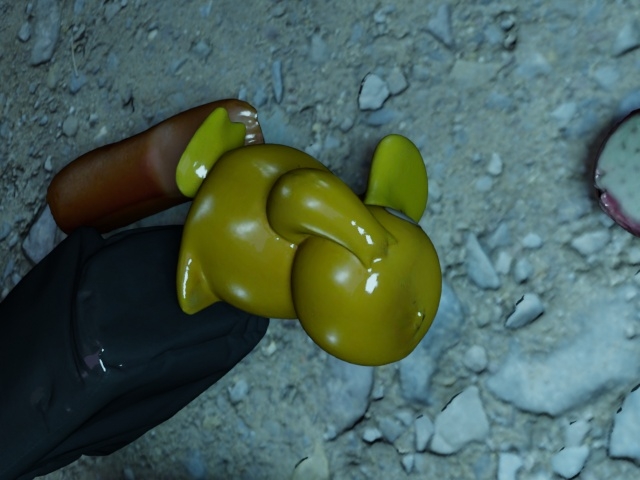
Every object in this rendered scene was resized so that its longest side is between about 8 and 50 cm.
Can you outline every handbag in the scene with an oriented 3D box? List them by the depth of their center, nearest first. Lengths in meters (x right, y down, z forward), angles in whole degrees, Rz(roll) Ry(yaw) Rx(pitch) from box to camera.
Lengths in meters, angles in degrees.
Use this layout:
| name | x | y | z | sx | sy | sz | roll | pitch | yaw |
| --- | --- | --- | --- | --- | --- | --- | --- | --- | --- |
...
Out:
| name | x | y | z | sx | sy | sz | roll | pitch | yaw |
| --- | --- | --- | --- | --- | --- | --- | --- | --- | --- |
| handbag | -0.236 | 0.107 | 0.700 | 0.302 | 0.275 | 0.178 | -39 | 74 | 22 |

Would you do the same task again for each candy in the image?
| name | x | y | z | sx | sy | sz | roll | pitch | yaw |
| --- | --- | --- | --- | --- | --- | --- | --- | --- | --- |
| candy | 0.249 | -0.050 | 0.544 | 0.103 | 0.043 | 0.103 | -5 | 80 | 32 |

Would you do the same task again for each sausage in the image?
| name | x | y | z | sx | sy | sz | roll | pitch | yaw |
| --- | --- | --- | --- | --- | --- | --- | --- | --- | --- |
| sausage | -0.176 | -0.073 | 0.808 | 0.300 | 0.083 | 0.089 | -15 | 74 | 28 |

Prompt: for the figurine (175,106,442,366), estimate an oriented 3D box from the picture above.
| name | x | y | z | sx | sy | sz | roll | pitch | yaw |
| --- | --- | --- | --- | --- | --- | --- | --- | --- | --- |
| figurine | -0.009 | 0.003 | 0.621 | 0.228 | 0.215 | 0.215 | 0 | 83 | 22 |
